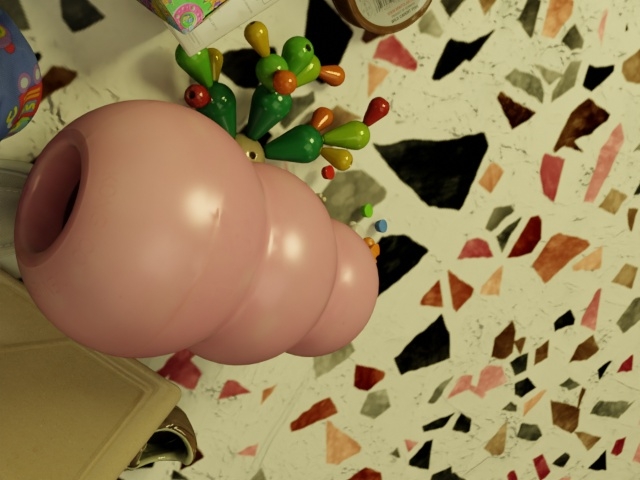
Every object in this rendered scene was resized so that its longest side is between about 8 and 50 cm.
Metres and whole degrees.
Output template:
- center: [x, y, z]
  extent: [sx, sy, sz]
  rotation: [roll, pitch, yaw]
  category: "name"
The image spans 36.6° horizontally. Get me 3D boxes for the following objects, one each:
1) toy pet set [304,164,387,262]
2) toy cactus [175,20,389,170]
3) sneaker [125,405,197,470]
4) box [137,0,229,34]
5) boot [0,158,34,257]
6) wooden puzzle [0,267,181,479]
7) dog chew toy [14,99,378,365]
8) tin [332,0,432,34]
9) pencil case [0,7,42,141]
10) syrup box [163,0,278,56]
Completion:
- center: [0.000, 0.000, 1.010]
  extent: [0.122, 0.065, 0.114]
  rotation: [44, 55, -41]
  category: "toy pet set"
- center: [-0.049, -0.102, 0.896]
  extent: [0.219, 0.112, 0.180]
  rotation: [14, 118, -43]
  category: "toy cactus"
- center: [-0.210, 0.193, 0.971]
  extent: [0.188, 0.071, 0.066]
  rotation: [6, 112, -32]
  category: "sneaker"
- center: [-0.068, -0.321, 0.642]
  extent: [0.290, 0.279, 0.177]
  rotation: [-39, 128, -6]
  category: "box"
- center: [-0.315, -0.001, 0.772]
  extent: [0.258, 0.123, 0.095]
  rotation: [-7, 118, -27]
  category: "boot"
- center: [-0.285, 0.162, 0.904]
  extent: [0.239, 0.044, 0.221]
  rotation: [37, 94, -21]
  category: "wooden puzzle"
- center: [-0.082, 0.013, 0.824]
  extent: [0.332, 0.206, 0.206]
  rotation: [21, 104, -40]
  category: "dog chew toy"
- center: [0.049, -0.279, 0.887]
  extent: [0.106, 0.040, 0.189]
  rotation: [-35, 127, -14]
  category: "tin"
- center: [-0.298, -0.055, 0.659]
  extent: [0.119, 0.306, 0.133]
  rotation: [35, 126, -15]
  category: "pencil case"
- center: [-0.039, -0.259, 0.781]
  extent: [0.237, 0.093, 0.096]
  rotation: [-33, 122, 2]
  category: "syrup box"
